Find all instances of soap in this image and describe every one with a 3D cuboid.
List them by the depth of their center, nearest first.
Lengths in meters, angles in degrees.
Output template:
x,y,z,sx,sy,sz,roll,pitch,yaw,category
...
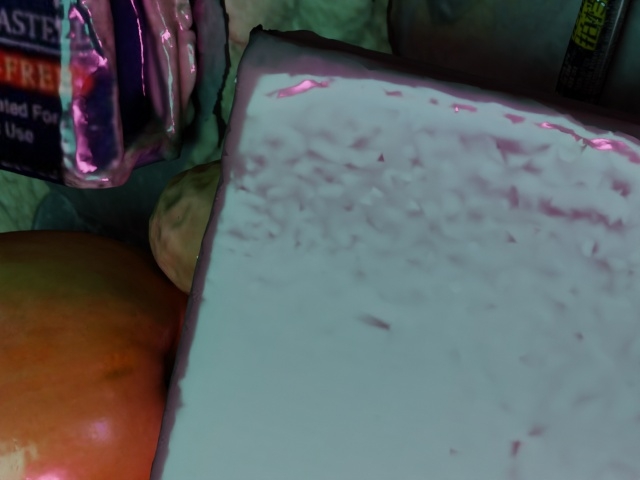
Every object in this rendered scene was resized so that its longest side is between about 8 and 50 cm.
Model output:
x,y,z,sx,sy,sz,roll,pitch,yaw,category
0.070,0.063,0.928,0.285,0.107,0.296,17,99,13,soap

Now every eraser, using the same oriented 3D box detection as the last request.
x,y,z,sx,sy,sz,roll,pitch,yaw,category
-0.233,-0.139,1.171,0.332,0.101,0.155,14,117,32,eraser

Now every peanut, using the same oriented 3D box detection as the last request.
x,y,z,sx,sy,sz,roll,pitch,yaw,category
0.000,0.000,1.057,0.226,0.095,0.108,12,90,30,peanut

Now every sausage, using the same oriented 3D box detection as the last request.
x,y,z,sx,sy,sz,roll,pitch,yaw,category
0.148,-0.141,0.926,0.028,0.025,0.198,28,124,22,sausage

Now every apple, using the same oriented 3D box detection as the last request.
x,y,z,sx,sy,sz,roll,pitch,yaw,category
-0.172,0.109,1.149,0.241,0.242,0.242,-14,101,31,apple
